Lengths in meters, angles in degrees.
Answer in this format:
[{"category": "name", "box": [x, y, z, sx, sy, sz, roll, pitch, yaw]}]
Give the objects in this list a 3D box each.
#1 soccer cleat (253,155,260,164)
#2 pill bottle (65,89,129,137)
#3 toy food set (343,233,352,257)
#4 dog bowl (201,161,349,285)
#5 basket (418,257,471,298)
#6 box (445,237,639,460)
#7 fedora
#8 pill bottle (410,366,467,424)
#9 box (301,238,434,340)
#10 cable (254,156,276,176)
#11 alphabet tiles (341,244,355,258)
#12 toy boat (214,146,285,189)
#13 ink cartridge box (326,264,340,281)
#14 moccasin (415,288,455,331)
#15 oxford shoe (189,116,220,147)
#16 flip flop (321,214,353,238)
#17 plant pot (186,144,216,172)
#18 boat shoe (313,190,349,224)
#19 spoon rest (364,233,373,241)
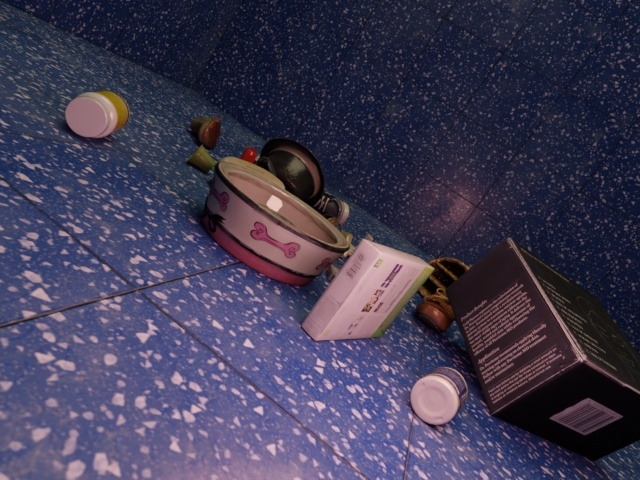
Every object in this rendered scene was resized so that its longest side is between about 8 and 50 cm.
[{"category": "soccer cleat", "box": [-0.320, -0.390, 2.306, 0.076, 0.068, 0.196, 24, 18, -27]}, {"category": "pill bottle", "box": [-0.601, -0.342, 1.242, 0.119, 0.119, 0.208, 30, 12, -18]}, {"category": "toy food set", "box": [0.000, 0.000, 1.634, 0.218, 0.071, 0.128, 25, 46, -17]}, {"category": "dog bowl", "box": [-0.131, -0.038, 1.224, 0.408, 0.150, 0.408, 32, 11, -7]}, {"category": "basket", "box": [0.564, 0.180, 2.043, 0.223, 0.213, 0.299, 31, 12, -19]}, {"category": "box", "box": [0.693, 0.319, 1.377, 0.480, 0.297, 0.471, 29, 32, -23]}, {"category": "fedora", "box": [-0.151, -0.258, 1.903, 0.334, 0.334, 0.152, 36, 43, 10]}, {"category": "pill bottle", "box": [0.258, 0.321, 0.971, 0.094, 0.094, 0.169, 40, 14, 24]}, {"category": "box", "box": [0.121, 0.124, 1.053, 0.058, 0.232, 0.322, 43, 14, 32]}, {"category": "cable", "box": [-0.217, -0.224, 1.773, 0.047, 0.151, 0.184, -20, 89, -38]}, {"category": "alphabet tiles", "box": [0.025, -0.011, 1.831, 0.278, 0.021, 0.284, 29, 13, -13]}, {"category": "toy boat", "box": [-0.263, -0.215, 1.643, 0.268, 0.148, 0.318, 22, 23, -26]}, {"category": "ink cartridge box", "box": [0.052, 0.106, 1.426, 0.063, 0.029, 0.115, 31, 13, -10]}, {"category": "moccasin", "box": [0.449, 0.242, 1.654, 0.139, 0.146, 0.380, 41, 14, 28]}, {"category": "oxford shoe", "box": [-0.543, -0.502, 2.121, 0.130, 0.122, 0.348, 5, 19, -8]}, {"category": "flip flop", "box": [0.015, -0.071, 1.802, 0.277, 0.080, 0.112, 28, 13, -16]}, {"category": "plant pot", "box": [-0.416, -0.283, 1.626, 0.079, 0.083, 0.083, 43, 8, -21]}, {"category": "boat shoe", "box": [0.012, -0.174, 2.242, 0.158, 0.127, 0.340, 22, 8, -23]}, {"category": "spoon rest", "box": [0.274, 0.088, 2.012, 0.276, 0.084, 0.137, 43, 8, -26]}]
